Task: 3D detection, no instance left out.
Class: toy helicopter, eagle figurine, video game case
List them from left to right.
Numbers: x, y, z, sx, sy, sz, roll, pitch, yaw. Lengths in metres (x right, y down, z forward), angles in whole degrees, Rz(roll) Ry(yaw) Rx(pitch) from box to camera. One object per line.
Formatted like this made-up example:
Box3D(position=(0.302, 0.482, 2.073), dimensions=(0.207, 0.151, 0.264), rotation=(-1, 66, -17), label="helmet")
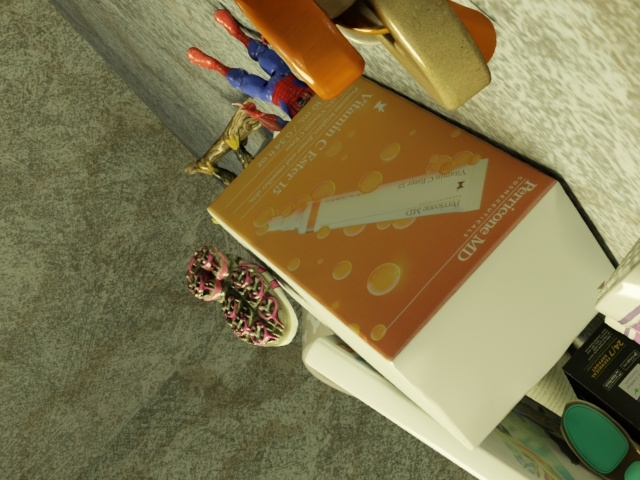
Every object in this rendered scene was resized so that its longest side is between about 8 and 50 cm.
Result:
Box3D(position=(-0.088, -0.049, 1.903), dimensions=(0.298, 0.225, 0.226), rotation=(49, 165, 6), label="eagle figurine")
Box3D(position=(-0.009, -0.215, 0.739), dimensions=(0.355, 0.140, 0.235), rotation=(52, -172, 25), label="toy helicopter")
Box3D(position=(0.174, 0.191, 1.268), dimensions=(0.329, 0.036, 0.300), rotation=(32, -168, 19), label="video game case")

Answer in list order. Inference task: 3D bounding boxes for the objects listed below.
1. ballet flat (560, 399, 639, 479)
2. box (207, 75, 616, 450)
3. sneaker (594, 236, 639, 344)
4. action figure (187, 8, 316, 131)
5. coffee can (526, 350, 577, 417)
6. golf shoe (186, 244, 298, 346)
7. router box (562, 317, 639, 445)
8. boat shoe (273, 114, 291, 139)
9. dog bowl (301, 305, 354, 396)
Box3D(position=(0.317, 0.232, 1.215), dimensions=(0.168, 0.057, 0.052), rotation=(43, -176, 7), label="ballet flat")
Box3D(position=(0.080, 0.004, 1.129), dimensions=(0.345, 0.215, 0.168), rotation=(37, 172, 49), label="box")
Box3D(position=(0.278, 0.052, 0.771), dimensions=(0.161, 0.102, 0.282), rotation=(37, -176, 19), label="sneaker")
Box3D(position=(-0.074, -0.195, 1.323), dimensions=(0.280, 0.091, 0.139), rotation=(39, -174, 38), label="action figure")
Box3D(position=(0.273, 0.226, 1.570), dimensions=(0.275, 0.201, 0.201), rotation=(45, 174, -28), label="coffee can")
Box3D(position=(-0.063, 0.057, 1.178), dimensions=(0.086, 0.067, 0.186), rotation=(16, -168, -35), label="golf shoe")
Box3D(position=(0.410, 0.236, 1.289), dimensions=(0.243, 0.081, 0.309), rotation=(40, 174, 32), label="router box")
Box3D(position=(0.029, -0.073, 1.561), dimensions=(0.258, 0.095, 0.084), rotation=(45, 170, -16), label="boat shoe")
Box3D(position=(0.128, 0.176, 1.837), dimensions=(0.348, 0.102, 0.349), rotation=(12, 154, 6), label="dog bowl")
